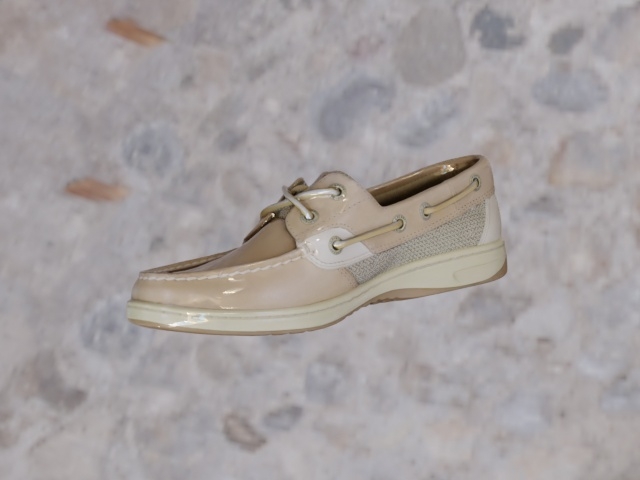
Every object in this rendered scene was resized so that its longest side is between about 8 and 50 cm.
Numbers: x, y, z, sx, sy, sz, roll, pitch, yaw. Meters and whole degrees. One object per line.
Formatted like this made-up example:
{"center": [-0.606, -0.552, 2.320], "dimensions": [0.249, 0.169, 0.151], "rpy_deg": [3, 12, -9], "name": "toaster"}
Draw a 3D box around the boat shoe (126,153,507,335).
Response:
{"center": [0.000, 0.000, 1.246], "dimensions": [0.109, 0.302, 0.098], "rpy_deg": [10, 107, 56], "name": "boat shoe"}
